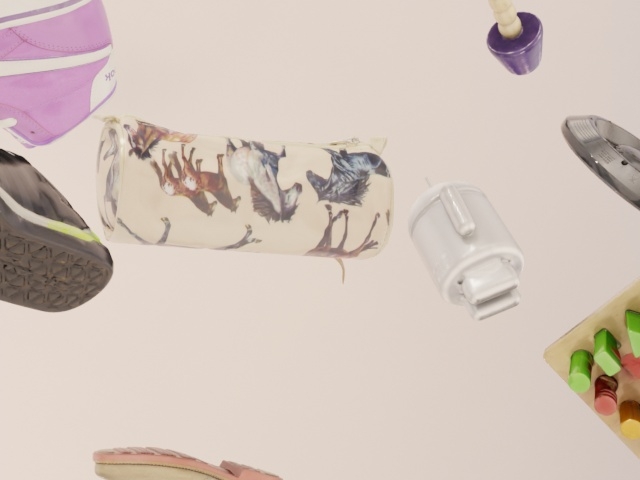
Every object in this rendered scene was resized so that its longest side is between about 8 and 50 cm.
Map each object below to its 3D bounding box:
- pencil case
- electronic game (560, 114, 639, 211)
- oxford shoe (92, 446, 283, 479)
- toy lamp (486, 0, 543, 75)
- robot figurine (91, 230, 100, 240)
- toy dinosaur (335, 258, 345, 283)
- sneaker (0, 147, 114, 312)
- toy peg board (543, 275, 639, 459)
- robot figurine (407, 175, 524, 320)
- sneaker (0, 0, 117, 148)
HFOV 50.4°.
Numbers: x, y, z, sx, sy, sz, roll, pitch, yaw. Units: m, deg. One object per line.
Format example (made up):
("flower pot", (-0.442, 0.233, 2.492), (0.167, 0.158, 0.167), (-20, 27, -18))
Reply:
("pencil case", (-0.103, -0.073, 0.935), (0.410, 0.160, 0.183), (4, -90, -23))
("electronic game", (0.401, -0.083, 0.861), (0.229, 0.229, 0.048), (7, -49, -39))
("oxford shoe", (-0.231, 0.440, 1.180), (0.348, 0.123, 0.130), (20, -106, -22))
("toy lamp", (0.230, -0.314, 0.871), (0.080, 0.080, 0.275), (-54, -38, -5))
("robot figurine", (-0.449, 0.024, 1.206), (0.115, 0.101, 0.067), (-46, -62, -20))
("toy dinosaur", (0.000, 0.000, 1.345), (0.211, 0.112, 0.064), (39, -105, -12))
("sneaker", (-0.229, -0.023, 0.438), (0.084, 0.097, 0.234), (-36, -29, 1))
("toy peg board", (0.326, 0.132, 0.651), (0.161, 0.160, 0.079), (-46, -9, 24))
("robot figurine", (0.320, 0.005, 1.530), (0.200, 0.353, 0.300), (-20, -40, -1))
("sneaker", (-0.315, -0.132, 0.575), (0.282, 0.102, 0.161), (-13, -45, -11))
